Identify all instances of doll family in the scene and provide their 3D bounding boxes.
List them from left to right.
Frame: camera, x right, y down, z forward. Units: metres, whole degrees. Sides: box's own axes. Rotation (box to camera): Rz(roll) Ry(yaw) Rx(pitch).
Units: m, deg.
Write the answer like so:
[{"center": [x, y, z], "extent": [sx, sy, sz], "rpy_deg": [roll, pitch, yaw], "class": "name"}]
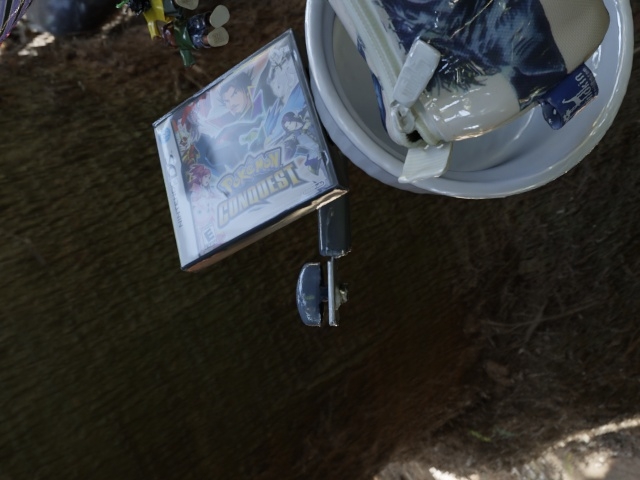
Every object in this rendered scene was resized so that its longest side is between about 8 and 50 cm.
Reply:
[{"center": [-0.149, -0.262, 0.639], "extent": [0.111, 0.076, 0.192], "rpy_deg": [14, 107, 48], "class": "doll family"}]

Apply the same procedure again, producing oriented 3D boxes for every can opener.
[{"center": [0.000, 0.000, 1.086], "extent": [0.095, 0.076, 0.283], "rpy_deg": [-2, 96, 11], "class": "can opener"}]

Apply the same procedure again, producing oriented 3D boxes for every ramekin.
[{"center": [0.118, -0.170, 0.616], "extent": [0.135, 0.277, 0.277], "rpy_deg": [168, 83, -82], "class": "ramekin"}]

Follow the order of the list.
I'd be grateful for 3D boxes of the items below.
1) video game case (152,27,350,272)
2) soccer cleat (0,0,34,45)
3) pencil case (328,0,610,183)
[{"center": [-0.110, -0.120, 0.944], "extent": [0.275, 0.035, 0.248], "rpy_deg": [-27, 66, 27], "class": "video game case"}, {"center": [-0.501, -0.305, 0.977], "extent": [0.109, 0.318, 0.116], "rpy_deg": [14, 140, 29], "class": "soccer cleat"}, {"center": [0.019, -0.237, 0.387], "extent": [0.160, 0.183, 0.410], "rpy_deg": [-9, 129, 43], "class": "pencil case"}]
